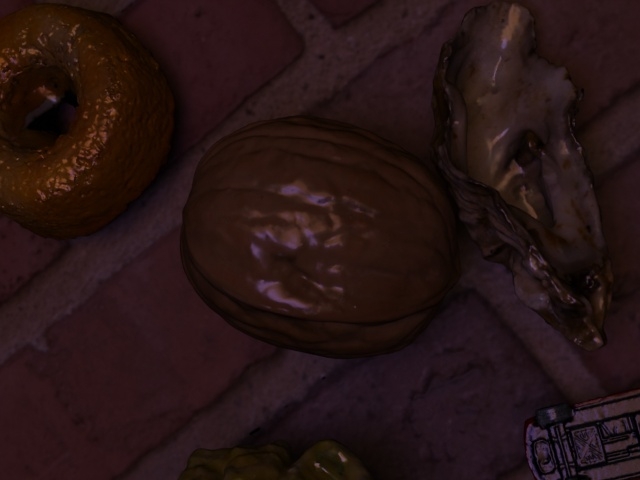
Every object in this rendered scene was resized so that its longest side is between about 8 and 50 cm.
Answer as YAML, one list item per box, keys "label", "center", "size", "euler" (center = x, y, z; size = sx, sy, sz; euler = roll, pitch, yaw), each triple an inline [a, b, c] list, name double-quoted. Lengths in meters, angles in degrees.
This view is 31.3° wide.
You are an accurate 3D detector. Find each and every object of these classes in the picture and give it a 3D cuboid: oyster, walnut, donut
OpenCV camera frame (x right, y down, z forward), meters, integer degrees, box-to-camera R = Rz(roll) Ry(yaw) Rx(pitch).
- label: "oyster"
  center: [0.181, -0.056, 1.040]
  size: [0.166, 0.110, 0.341]
  euler: [-18, 75, -25]
- label: "walnut"
  center: [0.000, 0.000, 1.036]
  size: [0.261, 0.225, 0.225]
  euler: [14, 89, 8]
- label: "donut"
  center: [-0.270, -0.126, 1.165]
  size: [0.253, 0.118, 0.253]
  euler: [-6, 74, 24]

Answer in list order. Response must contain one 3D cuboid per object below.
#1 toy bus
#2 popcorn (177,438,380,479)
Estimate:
- label: "toy bus"
  center: [0.280, 0.170, 1.017]
  size: [0.195, 0.089, 0.081]
  euler: [-16, 82, 11]
- label: "popcorn"
  center: [-0.034, 0.301, 1.006]
  size: [0.293, 0.237, 0.293]
  euler: [-1, 84, 12]
